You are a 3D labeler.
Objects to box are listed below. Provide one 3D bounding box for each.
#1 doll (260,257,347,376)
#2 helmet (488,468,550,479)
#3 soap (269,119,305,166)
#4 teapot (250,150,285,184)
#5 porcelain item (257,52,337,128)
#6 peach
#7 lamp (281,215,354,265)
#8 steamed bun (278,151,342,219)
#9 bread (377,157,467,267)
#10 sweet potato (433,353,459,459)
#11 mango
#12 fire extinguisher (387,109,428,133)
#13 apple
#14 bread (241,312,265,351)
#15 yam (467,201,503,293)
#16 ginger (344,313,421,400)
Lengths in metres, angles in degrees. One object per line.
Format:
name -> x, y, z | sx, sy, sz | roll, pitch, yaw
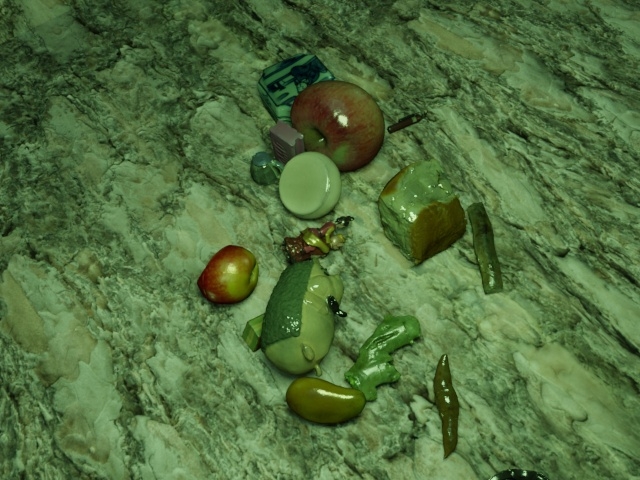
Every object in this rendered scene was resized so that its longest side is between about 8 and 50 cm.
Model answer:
doll -> -0.045, 0.212, 1.265 | 0.247, 0.247, 0.350 | 0, 47, 5
helmet -> 0.499, 0.649, 1.060 | 0.176, 0.107, 0.153 | -10, 64, 21
soap -> -0.115, -0.328, 1.552 | 0.122, 0.203, 0.065 | 38, 72, 19
teapot -> -0.200, -0.263, 1.579 | 0.111, 0.108, 0.149 | -37, 66, -12
porcelain item -> -0.088, -0.595, 1.714 | 0.281, 0.157, 0.286 | -28, 64, -8
peach -> -0.297, 0.106, 1.360 | 0.192, 0.190, 0.190 | 0, 63, 5
lamp -> 0.000, 0.000, 1.431 | 0.253, 0.118, 0.118 | -21, 63, -10
steamed bun -> -0.025, -0.187, 1.491 | 0.231, 0.145, 0.232 | -1, 88, 29
bread -> 0.322, -0.101, 1.370 | 0.250, 0.279, 0.225 | -31, 51, -12
sweet potato -> 0.351, 0.457, 1.192 | 0.067, 0.067, 0.274 | 0, 65, 5
mango -> 0.013, 0.444, 1.187 | 0.227, 0.136, 0.099 | 1, 25, 13
fire extinguisher -> 0.340, -0.468, 1.684 | 0.173, 0.035, 0.049 | -23, 25, -7
apple -> 0.073, -0.418, 1.525 | 0.344, 0.345, 0.269 | 37, 62, 20
bread -> -0.168, 0.277, 1.355 | 0.139, 0.084, 0.074 | -22, 58, -42
yam -> 0.535, 0.019, 1.397 | 0.067, 0.071, 0.318 | -22, 57, 35
ginger -> 0.188, 0.336, 1.258 | 0.137, 0.089, 0.290 | 18, 60, 33
